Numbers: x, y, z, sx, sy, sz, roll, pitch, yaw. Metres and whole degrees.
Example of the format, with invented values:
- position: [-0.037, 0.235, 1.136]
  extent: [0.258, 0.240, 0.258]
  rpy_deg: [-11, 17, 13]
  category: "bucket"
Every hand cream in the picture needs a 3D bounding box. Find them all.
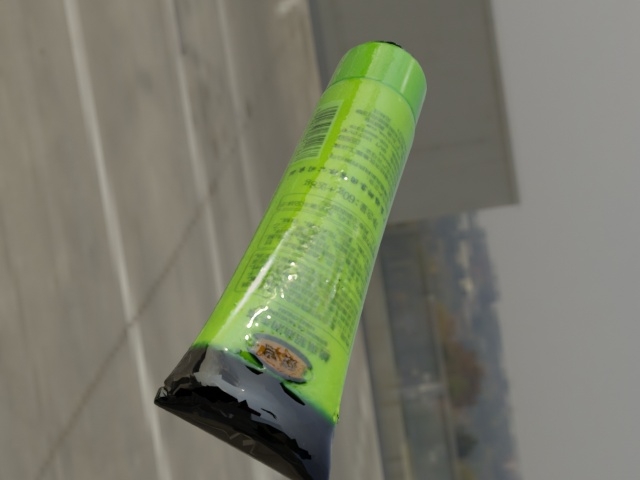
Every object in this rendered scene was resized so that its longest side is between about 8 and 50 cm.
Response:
- position: [0.000, 0.000, 0.368]
  extent: [0.023, 0.036, 0.122]
  rpy_deg: [-51, -168, 39]
  category: "hand cream"
